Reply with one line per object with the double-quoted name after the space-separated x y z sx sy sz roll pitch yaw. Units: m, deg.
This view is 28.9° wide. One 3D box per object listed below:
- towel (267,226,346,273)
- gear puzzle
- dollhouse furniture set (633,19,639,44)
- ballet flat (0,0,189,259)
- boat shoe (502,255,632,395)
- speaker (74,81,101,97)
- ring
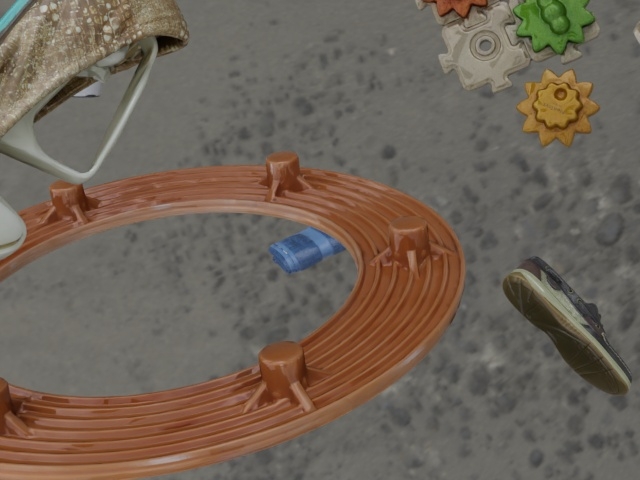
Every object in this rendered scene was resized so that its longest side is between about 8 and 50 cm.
0.000 0.000 1.505 0.067 0.119 0.029 36 147 60 "towel"
0.195 -0.253 1.324 0.175 0.044 0.339 -22 81 11 "gear puzzle"
0.213 -0.067 0.578 0.076 0.058 0.151 -34 83 16 "dollhouse furniture set"
-0.122 -0.034 0.463 0.067 0.206 0.073 44 160 -10 "ballet flat"
0.234 0.075 1.133 0.152 0.049 0.056 47 152 -4 "boat shoe"
-0.217 -0.197 1.095 0.055 0.055 0.136 13 105 31 "speaker"
-0.089 0.020 0.683 0.336 0.336 0.032 9 120 32 "ring"
